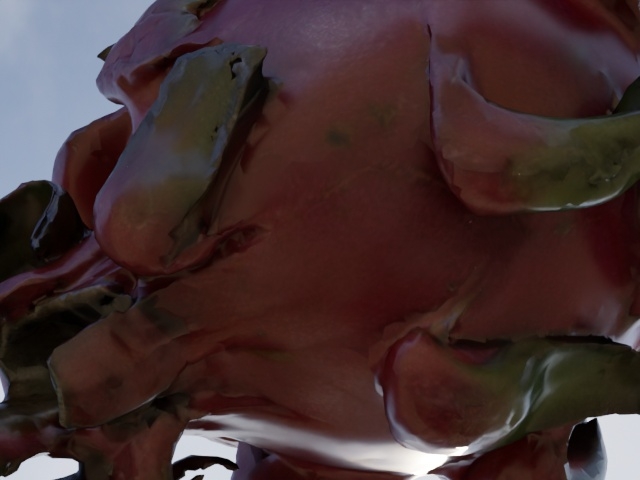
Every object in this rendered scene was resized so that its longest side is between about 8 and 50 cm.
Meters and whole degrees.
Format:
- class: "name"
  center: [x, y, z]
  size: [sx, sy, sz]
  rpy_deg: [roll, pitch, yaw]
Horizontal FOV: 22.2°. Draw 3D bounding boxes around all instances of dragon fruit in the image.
- class: "dragon fruit"
  center: [0.004, 0.000, 0.505]
  size: [0.273, 0.198, 0.218]
  rpy_deg: [-25, -100, -2]
